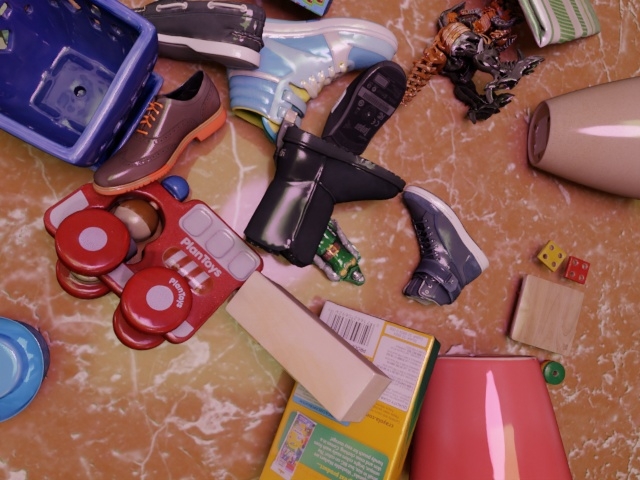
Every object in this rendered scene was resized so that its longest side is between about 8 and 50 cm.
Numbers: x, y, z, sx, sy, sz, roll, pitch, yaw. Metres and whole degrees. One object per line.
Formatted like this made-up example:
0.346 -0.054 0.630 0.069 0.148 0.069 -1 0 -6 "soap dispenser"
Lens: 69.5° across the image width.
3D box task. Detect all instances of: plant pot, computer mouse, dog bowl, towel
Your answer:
0.562 -0.201 0.890 0.273 0.256 0.257 4 87 5 "plant pot"
0.022 -0.213 0.808 0.184 0.060 0.262 15 118 -34 "computer mouse"
0.286 0.325 0.805 0.274 0.275 0.243 2 77 -10 "plant pot"
-0.586 0.190 0.730 0.297 0.074 0.166 8 86 -11 "dog bowl"
0.442 -0.500 0.895 0.324 0.038 0.248 -30 94 -42 "towel"
-0.394 -0.251 0.715 0.236 0.212 0.236 29 83 -7 "plant pot"

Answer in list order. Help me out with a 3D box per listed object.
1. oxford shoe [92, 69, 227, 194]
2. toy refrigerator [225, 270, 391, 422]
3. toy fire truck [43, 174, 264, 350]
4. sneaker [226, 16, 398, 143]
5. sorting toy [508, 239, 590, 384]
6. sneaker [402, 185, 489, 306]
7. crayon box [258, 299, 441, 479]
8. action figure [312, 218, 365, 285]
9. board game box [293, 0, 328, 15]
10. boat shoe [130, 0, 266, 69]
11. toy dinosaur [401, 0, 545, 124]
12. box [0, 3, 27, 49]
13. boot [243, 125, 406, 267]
-0.270 -0.181 0.752 0.096 0.098 0.271 21 56 26 "oxford shoe"
-0.026 0.170 0.746 0.269 0.102 0.094 37 86 30 "toy refrigerator"
-0.274 0.018 0.768 0.302 0.169 0.254 45 55 -4 "toy fire truck"
-0.018 -0.278 0.833 0.318 0.127 0.208 -1 86 -1 "sneaker"
0.451 0.141 0.936 0.132 0.046 0.275 18 85 -9 "sorting toy"
0.198 0.021 0.875 0.163 0.086 0.226 -43 96 -12 "sneaker"
0.051 0.287 0.771 0.203 0.083 0.323 15 75 28 "crayon box"
0.000 0.000 0.856 0.232 0.063 0.137 44 78 -9 "action figure"
-0.079 -0.467 0.815 0.211 0.160 0.039 26 117 -8 "board game box"
-0.224 -0.353 0.763 0.302 0.114 0.091 16 97 14 "boat shoe"
0.288 -0.353 0.904 0.322 0.164 0.218 -40 80 8 "toy dinosaur"
-0.537 -0.345 0.788 0.081 0.028 0.136 -8 91 -11 "box"
0.009 -0.053 0.786 0.246 0.094 0.207 18 97 -29 "boot"
